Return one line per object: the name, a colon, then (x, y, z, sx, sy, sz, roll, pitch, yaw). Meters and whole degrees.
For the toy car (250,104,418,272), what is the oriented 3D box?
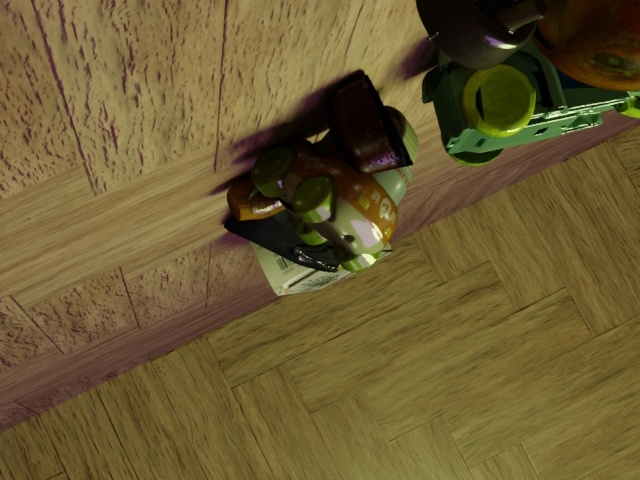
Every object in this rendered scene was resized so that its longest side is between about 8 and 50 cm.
toy car: (0.045, -0.094, 1.767, 0.235, 0.235, 0.145, -29, 129, 15)

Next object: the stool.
stool: (0.188, -0.261, 1.348, 0.121, 0.125, 0.217, -36, 177, 43)

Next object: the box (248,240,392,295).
box: (0.000, 0.000, 2.355, 0.173, 0.145, 0.333, -30, 173, 12)

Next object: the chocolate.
chocolate: (0.052, -0.145, 1.654, 0.080, 0.149, 0.125, -27, 134, 4)

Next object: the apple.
apple: (0.336, -0.267, 1.412, 0.207, 0.237, 0.237, -2, 172, 0)

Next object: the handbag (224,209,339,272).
handbag: (-0.031, -0.019, 2.061, 0.254, 0.211, 0.089, 137, -27, -66)

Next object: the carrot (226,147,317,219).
carrot: (-0.017, -0.104, 1.911, 0.260, 0.070, 0.070, -27, 173, -16)

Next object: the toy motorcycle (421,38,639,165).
toy motorcycle: (0.306, -0.233, 1.729, 0.326, 0.200, 0.191, -15, 171, -8)
